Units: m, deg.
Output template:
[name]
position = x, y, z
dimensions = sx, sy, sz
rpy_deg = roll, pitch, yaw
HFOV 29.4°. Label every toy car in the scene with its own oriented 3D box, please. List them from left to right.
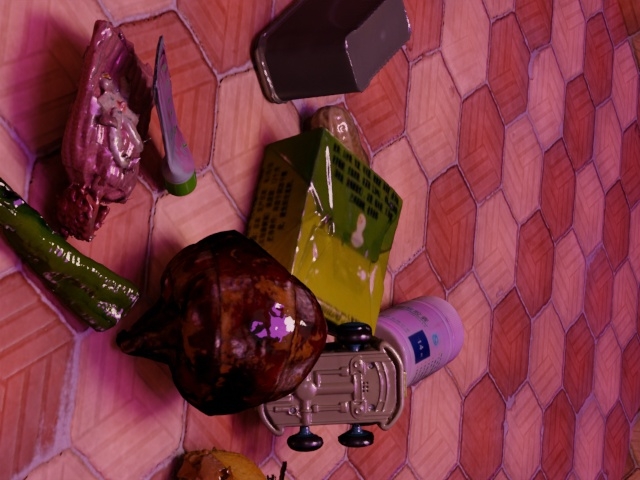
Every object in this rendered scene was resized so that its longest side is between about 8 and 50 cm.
[toy car]
position = 0.007, 0.231, 2.024
dimensions = 0.198, 0.247, 0.204
rpy_deg = -156, -115, -82

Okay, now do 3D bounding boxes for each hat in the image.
[hat]
position = -0.280, -0.131, 1.619
dimensions = 0.237, 0.107, 0.287
rpy_deg = 55, 47, -67

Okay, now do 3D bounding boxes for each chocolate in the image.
[chocolate]
position = 0.000, 0.000, 2.065
dimensions = 0.301, 0.137, 0.289
rpy_deg = 37, 59, -52

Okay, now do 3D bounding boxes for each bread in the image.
[bread]
position = -0.138, 0.449, 1.840
dimensions = 0.160, 0.147, 0.261
rpy_deg = 10, 82, -56

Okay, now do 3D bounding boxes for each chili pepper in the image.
[chili pepper]
position = -0.360, 0.009, 1.533
dimensions = 0.085, 0.076, 0.359
rpy_deg = -44, 137, 2

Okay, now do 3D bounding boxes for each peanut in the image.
[peanut]
position = 0.034, -0.164, 2.168
dimensions = 0.083, 0.093, 0.194
rpy_deg = -30, 136, -6

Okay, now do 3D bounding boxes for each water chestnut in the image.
[water chestnut]
position = -0.132, 0.128, 1.746
dimensions = 0.244, 0.289, 0.289
rpy_deg = -49, 138, -8

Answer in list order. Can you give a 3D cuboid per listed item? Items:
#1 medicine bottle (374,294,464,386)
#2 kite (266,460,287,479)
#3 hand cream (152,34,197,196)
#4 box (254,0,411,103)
[medicine bottle]
position = 0.156, 0.198, 2.308
dimensions = 0.254, 0.152, 0.152
rpy_deg = -18, 106, -58
[kite]
position = -0.091, 0.500, 1.957
dimensions = 0.015, 0.152, 0.286
rpy_deg = 18, 65, -17
[hand cream]
position = -0.209, -0.158, 1.690
dimensions = 0.275, 0.050, 0.079
rpy_deg = 87, -23, -56
[box]
position = 0.030, -0.337, 2.064
dimensions = 0.274, 0.178, 0.138
rpy_deg = -52, 133, -44
